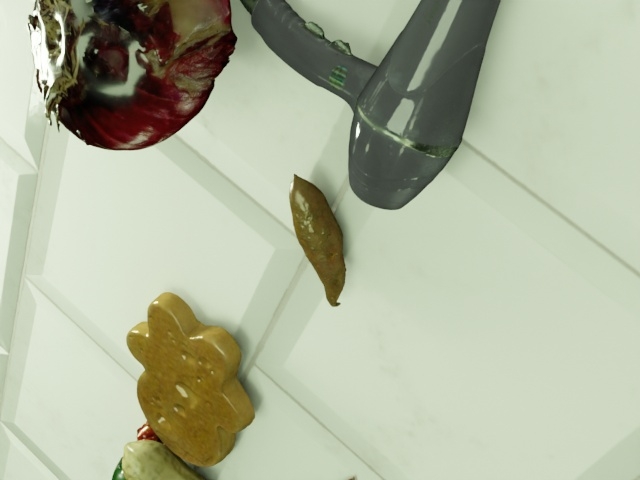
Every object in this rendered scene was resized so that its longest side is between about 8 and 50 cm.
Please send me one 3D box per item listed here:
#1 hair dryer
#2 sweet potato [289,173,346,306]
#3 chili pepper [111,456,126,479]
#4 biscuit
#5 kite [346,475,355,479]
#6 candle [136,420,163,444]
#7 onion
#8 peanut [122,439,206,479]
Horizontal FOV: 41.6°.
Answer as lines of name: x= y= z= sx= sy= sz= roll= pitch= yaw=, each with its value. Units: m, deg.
hair dryer: x=0.022 y=-0.237 z=0.912 sx=0.361 sy=0.121 sz=0.301 roll=37 pitch=125 yaw=22
sweet potato: x=0.000 y=0.000 z=1.103 sx=0.068 sy=0.060 sz=0.205 roll=-133 pitch=25 yaw=-65
chili pepper: x=-0.336 y=0.547 z=1.663 sx=0.264 sy=0.116 sz=0.148 roll=48 pitch=171 yaw=13
biscuit: x=-0.222 y=0.249 z=1.439 sx=0.275 sy=0.052 sz=0.354 roll=30 pitch=133 yaw=24
kite: x=0.047 y=0.450 z=1.378 sx=0.159 sy=0.010 sz=0.189 roll=11 pitch=125 yaw=32
candle: x=-0.325 y=0.391 z=1.612 sx=0.052 sy=0.052 sz=0.130 roll=22 pitch=127 yaw=27
onion: x=-0.219 y=-0.262 z=1.006 sx=0.314 sy=0.232 sz=0.313 roll=6 pitch=99 yaw=45
peanut: x=-0.275 y=0.456 z=1.550 sx=0.110 sy=0.120 sz=0.236 roll=-32 pitch=108 yaw=18
